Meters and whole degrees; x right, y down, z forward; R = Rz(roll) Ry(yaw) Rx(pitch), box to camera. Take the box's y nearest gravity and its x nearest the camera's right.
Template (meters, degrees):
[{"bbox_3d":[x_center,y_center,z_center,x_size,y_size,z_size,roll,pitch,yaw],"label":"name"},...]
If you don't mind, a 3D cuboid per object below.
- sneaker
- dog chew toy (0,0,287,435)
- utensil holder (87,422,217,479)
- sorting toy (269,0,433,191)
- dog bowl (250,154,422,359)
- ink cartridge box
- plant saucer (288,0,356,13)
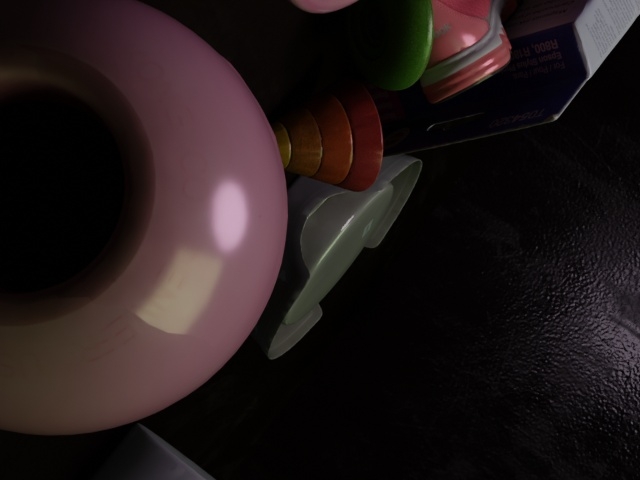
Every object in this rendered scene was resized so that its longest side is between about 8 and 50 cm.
[{"bbox_3d":[0.137,-0.269,0.986,0.116,0.136,0.314,-26,-156,22],"label":"sneaker"},{"bbox_3d":[-0.122,-0.006,0.515,0.206,0.207,0.332,-52,178,-6],"label":"dog chew toy"},{"bbox_3d":[-0.250,0.492,1.255,0.385,0.328,0.327,-52,170,-14],"label":"utensil holder"},{"bbox_3d":[0.012,-0.178,0.859,0.126,0.127,0.365,-12,146,-27],"label":"sorting toy"},{"bbox_3d":[0.000,0.000,1.314,0.348,0.102,0.349,-51,170,-12],"label":"dog bowl"},{"bbox_3d":[0.204,-0.229,1.078,0.324,0.071,0.330,-7,-147,51],"label":"ink cartridge box"},{"bbox_3d":[0.053,-0.302,0.571,0.332,0.084,0.332,-51,171,-12],"label":"plant saucer"}]
